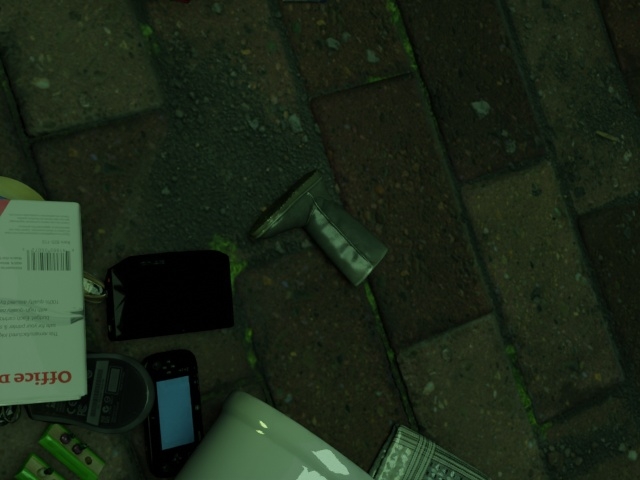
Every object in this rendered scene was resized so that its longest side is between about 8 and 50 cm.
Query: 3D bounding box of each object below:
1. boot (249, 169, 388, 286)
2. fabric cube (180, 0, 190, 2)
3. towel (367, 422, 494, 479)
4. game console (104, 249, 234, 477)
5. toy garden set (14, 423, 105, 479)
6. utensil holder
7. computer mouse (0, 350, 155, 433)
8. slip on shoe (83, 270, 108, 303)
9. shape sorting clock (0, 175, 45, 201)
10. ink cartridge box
[{"bbox_3d":[0.000,0.001,1.546,0.189,0.076,0.208,-42,106,-20],"label":"boot"},{"bbox_3d":[-0.288,-0.571,1.391,0.254,0.258,0.259,8,80,-22],"label":"fabric cube"},{"bbox_3d":[0.190,0.541,1.555,0.312,0.056,0.324,35,72,-15],"label":"towel"},{"bbox_3d":[-0.235,0.199,1.414,0.213,0.044,0.361,-4,89,-34],"label":"game console"},{"bbox_3d":[-0.372,0.414,1.274,0.204,0.049,0.244,48,36,-18],"label":"toy garden set"},{"bbox_3d":[-0.113,0.477,1.297,0.327,0.327,0.385,40,73,-13],"label":"utensil holder"},{"bbox_3d":[-0.373,0.216,1.324,0.272,0.072,0.188,11,81,11],"label":"computer mouse"},{"bbox_3d":[-0.403,0.063,1.377,0.135,0.041,0.051,28,74,-17],"label":"slip on shoe"},{"bbox_3d":[-0.494,0.005,1.305,0.206,0.040,0.206,9,76,-38],"label":"shape sorting clock"},{"bbox_3d":[-0.448,0.090,1.210,0.207,0.117,0.283,2,78,-33],"label":"ink cartridge box"}]
